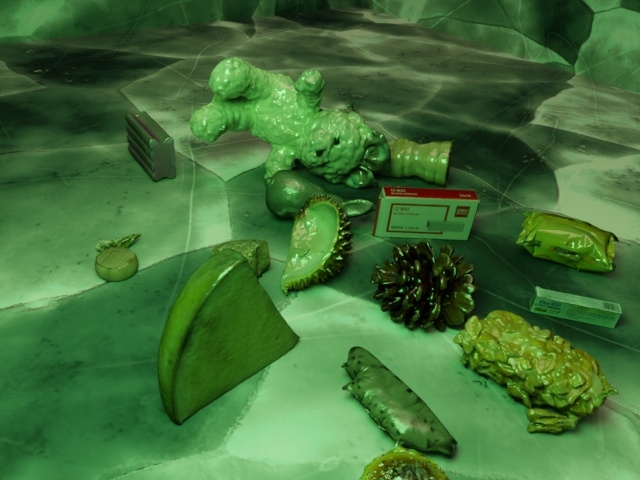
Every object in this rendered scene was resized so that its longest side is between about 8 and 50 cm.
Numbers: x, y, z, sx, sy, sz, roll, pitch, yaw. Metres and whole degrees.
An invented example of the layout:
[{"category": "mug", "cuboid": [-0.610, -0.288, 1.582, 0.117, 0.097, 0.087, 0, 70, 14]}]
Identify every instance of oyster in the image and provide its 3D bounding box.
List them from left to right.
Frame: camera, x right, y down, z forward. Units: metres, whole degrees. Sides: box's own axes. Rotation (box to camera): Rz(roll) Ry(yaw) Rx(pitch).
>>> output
[{"category": "oyster", "cuboid": [-0.432, 0.005, 1.212, 0.093, 0.034, 0.051, -12, 20, -5]}]

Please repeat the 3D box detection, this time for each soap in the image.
[{"category": "soap", "cuboid": [-0.455, -0.253, 1.511, 0.066, 0.122, 0.203, -17, 41, -31]}]

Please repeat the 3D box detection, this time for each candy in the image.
[{"category": "candy", "cuboid": [-0.161, 0.039, 1.159, 0.110, 0.085, 0.095, 7, 24, 23]}]

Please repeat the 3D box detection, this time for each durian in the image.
[{"category": "durian", "cuboid": [0.000, 0.000, 1.164, 0.139, 0.144, 0.252, 6, 67, 5]}]

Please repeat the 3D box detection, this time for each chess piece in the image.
[{"category": "chess piece", "cuboid": [-0.412, 0.047, 1.146, 0.084, 0.038, 0.083, 4, 32, -3]}, {"category": "chess piece", "cuboid": [0.212, -0.227, 1.568, 0.301, 0.137, 0.137, 8, 34, 13]}]

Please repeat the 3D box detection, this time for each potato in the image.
[{"category": "potato", "cuboid": [-0.153, 0.109, 0.891, 0.112, 0.255, 0.269, 30, 42, 31]}]

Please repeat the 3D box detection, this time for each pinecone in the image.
[{"category": "pinecone", "cuboid": [0.192, 0.080, 1.072, 0.195, 0.149, 0.179, -2, 41, -5]}]

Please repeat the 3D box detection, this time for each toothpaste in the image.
[{"category": "toothpaste", "cuboid": [0.504, 0.133, 1.120, 0.164, 0.046, 0.034, 11, 37, 9]}]

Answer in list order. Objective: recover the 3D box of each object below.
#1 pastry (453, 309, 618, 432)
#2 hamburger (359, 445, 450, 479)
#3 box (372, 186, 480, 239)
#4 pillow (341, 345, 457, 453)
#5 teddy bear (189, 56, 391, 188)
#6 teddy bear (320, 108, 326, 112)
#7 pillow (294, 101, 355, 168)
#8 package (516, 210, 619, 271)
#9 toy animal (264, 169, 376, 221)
[{"category": "pastry", "cuboid": [0.349, 0.212, 0.934, 0.154, 0.102, 0.250, -27, 45, -36]}, {"category": "hamburger", "cuboid": [0.109, 0.337, 0.739, 0.127, 0.081, 0.141, 18, 37, 20]}, {"category": "box", "cuboid": [0.239, -0.062, 1.311, 0.230, 0.122, 0.050, 2, 39, -4]}, {"category": "pillow", "cuboid": [0.105, 0.254, 0.889, 0.093, 0.051, 0.241, -20, 43, -31]}, {"category": "teddy bear", "cuboid": [-0.054, -0.256, 1.399, 0.362, 0.327, 0.375, 46, 33, 20]}, {"category": "teddy bear", "cuboid": [-0.046, -0.353, 1.708, 0.190, 0.140, 0.177, -6, -6, -19]}, {"category": "pillow", "cuboid": [0.010, -0.302, 1.635, 0.255, 0.169, 0.059, -16, 8, -27]}, {"category": "package", "cuboid": [0.560, 0.000, 1.287, 0.226, 0.090, 0.168, 20, 34, 17]}, {"category": "toy animal", "cuboid": [-0.004, -0.080, 1.304, 0.252, 0.125, 0.127, 18, 24, 16]}]
